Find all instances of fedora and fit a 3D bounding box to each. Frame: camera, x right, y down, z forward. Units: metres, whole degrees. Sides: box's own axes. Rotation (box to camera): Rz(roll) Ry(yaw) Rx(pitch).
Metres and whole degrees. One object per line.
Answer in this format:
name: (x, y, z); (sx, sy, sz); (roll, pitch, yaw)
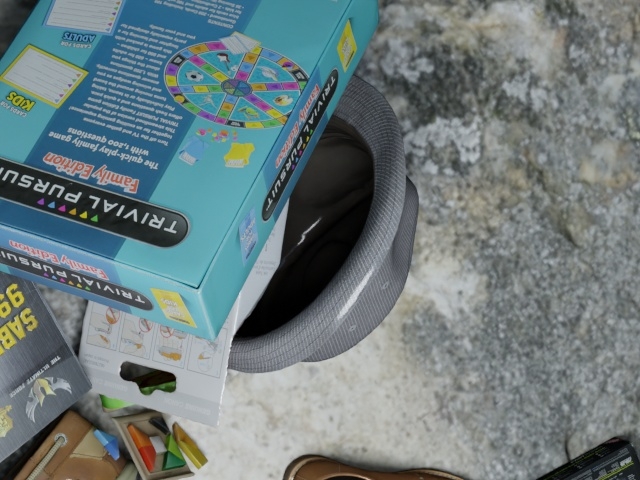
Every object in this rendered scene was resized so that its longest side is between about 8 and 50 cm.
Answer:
fedora: (0.000, 0.000, 1.392); (0.124, 0.243, 0.275); (29, 90, -45)

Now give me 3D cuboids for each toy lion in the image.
toy lion: (-0.144, 0.127, 1.398); (0.100, 0.096, 0.034); (-17, 97, -14)

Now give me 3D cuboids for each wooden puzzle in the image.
wooden puzzle: (-0.146, 0.181, 1.402); (0.014, 0.116, 0.078); (-43, 76, 24)

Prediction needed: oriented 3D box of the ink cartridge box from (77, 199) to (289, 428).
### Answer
ink cartridge box: (-0.120, 0.032, 1.361); (0.056, 0.181, 0.225); (4, 95, -51)

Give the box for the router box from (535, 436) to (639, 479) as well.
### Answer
router box: (0.266, 0.261, 1.555); (0.122, 0.038, 0.092); (-25, 99, -13)

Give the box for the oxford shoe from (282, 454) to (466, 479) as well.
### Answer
oxford shoe: (0.073, 0.251, 1.480); (0.212, 0.076, 0.076); (11, 88, -18)

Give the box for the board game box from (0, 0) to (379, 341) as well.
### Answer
board game box: (-0.132, -0.109, 1.277); (0.253, 0.079, 0.336); (17, 61, 17)

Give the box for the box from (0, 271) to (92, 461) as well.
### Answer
box: (-0.323, 0.117, 1.298); (0.231, 0.056, 0.183); (-38, 123, -24)

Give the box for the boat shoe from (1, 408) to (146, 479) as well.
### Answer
boat shoe: (-0.301, 0.271, 1.357); (0.324, 0.122, 0.120); (-40, 97, -19)
